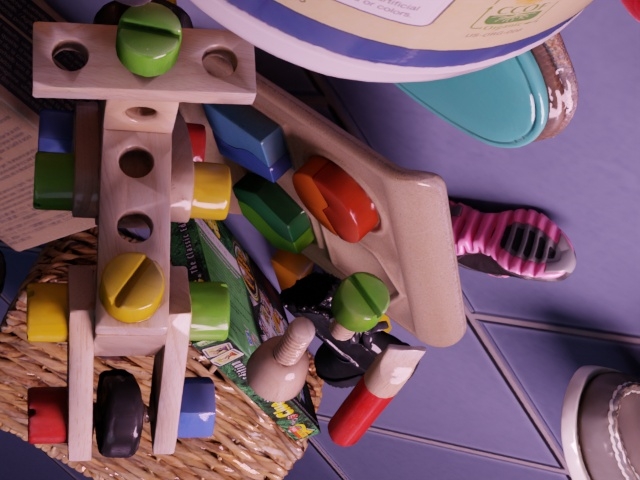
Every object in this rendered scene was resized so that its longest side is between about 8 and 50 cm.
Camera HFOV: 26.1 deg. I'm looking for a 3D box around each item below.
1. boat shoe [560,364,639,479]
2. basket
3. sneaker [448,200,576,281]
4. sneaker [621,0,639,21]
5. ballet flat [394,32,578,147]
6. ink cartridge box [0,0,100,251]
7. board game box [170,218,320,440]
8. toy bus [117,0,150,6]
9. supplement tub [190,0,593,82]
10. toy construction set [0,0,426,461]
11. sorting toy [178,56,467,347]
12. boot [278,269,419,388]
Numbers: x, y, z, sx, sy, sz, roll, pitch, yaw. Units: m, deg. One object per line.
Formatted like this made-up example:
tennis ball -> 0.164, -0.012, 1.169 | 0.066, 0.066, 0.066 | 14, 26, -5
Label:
boat shoe -> 0.279, 0.183, 1.027 | 0.091, 0.109, 0.305 | 1, 149, 43
basket -> -0.143, 0.099, 1.305 | 0.299, 0.223, 0.213 | 32, 121, -6
sneaker -> 0.125, 0.007, 0.934 | 0.119, 0.047, 0.057 | 17, 159, 39
sneaker -> 0.174, -0.117, 0.595 | 0.208, 0.094, 0.081 | 27, 154, 2
ballet flat -> 0.010, -0.177, 0.623 | 0.316, 0.106, 0.107 | 41, 149, -5
ink cartridge box -> -0.240, -0.092, 1.058 | 0.193, 0.088, 0.234 | 42, 152, -23
board game box -> -0.060, 0.058, 1.064 | 0.030, 0.136, 0.260 | -19, 153, 7
toy bus -> -0.187, -0.210, 0.771 | 0.332, 0.108, 0.130 | 5, 143, 40
supplement tub -> 0.065, -0.203, 0.392 | 0.228, 0.228, 0.316 | 33, 154, -9
toy construction set -> -0.076, -0.003, 0.810 | 0.309, 0.257, 0.237 | 26, 148, -3
sorting toy -> 0.000, 0.000, 0.993 | 0.229, 0.041, 0.307 | 31, 157, 27
boot -> 0.008, 0.067, 1.027 | 0.099, 0.045, 0.121 | 41, 157, -25
